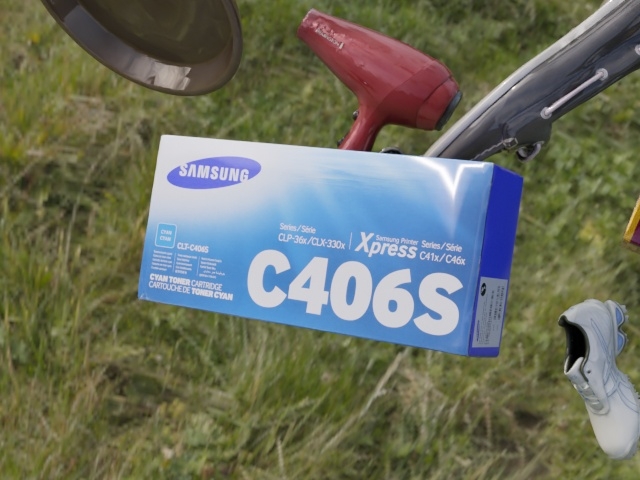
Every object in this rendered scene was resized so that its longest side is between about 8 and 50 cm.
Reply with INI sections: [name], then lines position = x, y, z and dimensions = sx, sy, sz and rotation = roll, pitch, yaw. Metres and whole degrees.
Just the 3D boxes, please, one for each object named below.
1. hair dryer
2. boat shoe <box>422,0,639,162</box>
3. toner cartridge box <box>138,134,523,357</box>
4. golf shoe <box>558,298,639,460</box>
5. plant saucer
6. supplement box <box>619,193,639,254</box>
[hair dryer]
position = 0.048, -0.115, 1.261
dimensions = 0.223, 0.080, 0.293
rotation = -18, 88, 2
[boat shoe]
position = 0.242, -0.146, 1.124
dimensions = 0.335, 0.112, 0.095
rotation = -40, 89, 7
[toner cartridge box]
position = 0.000, 0.000, 1.074
dimensions = 0.348, 0.165, 0.075
rotation = 7, -3, 30
[golf shoe]
position = 0.290, 0.152, 1.256
dimensions = 0.086, 0.069, 0.176
rotation = -6, 83, -35
[plant saucer]
position = -0.199, -0.271, 1.272
dimensions = 0.278, 0.278, 0.041
rotation = 28, 60, 6
[supplement box]
position = 0.504, 0.003, 1.567
dimensions = 0.188, 0.104, 0.081
rotation = 23, 89, 13
